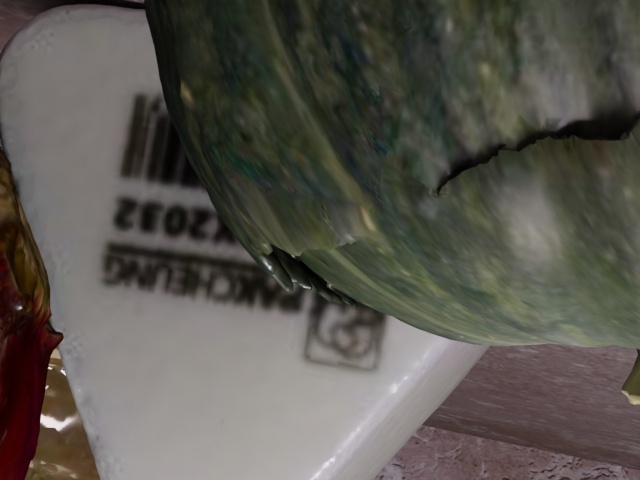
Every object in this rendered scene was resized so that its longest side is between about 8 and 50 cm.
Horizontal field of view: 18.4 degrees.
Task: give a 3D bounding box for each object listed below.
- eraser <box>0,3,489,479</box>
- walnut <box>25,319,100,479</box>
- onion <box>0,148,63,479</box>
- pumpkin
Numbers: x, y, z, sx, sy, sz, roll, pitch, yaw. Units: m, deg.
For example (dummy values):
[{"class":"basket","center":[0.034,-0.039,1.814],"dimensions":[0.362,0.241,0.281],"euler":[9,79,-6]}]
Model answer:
[{"class":"eraser","center":[0.000,0.000,1.109],"dimensions":[0.331,0.331,0.150],"euler":[11,168,7]},{"class":"walnut","center":[-0.255,0.088,1.593],"dimensions":[0.332,0.333,0.333],"euler":[12,169,2]},{"class":"onion","center":[-0.357,0.005,0.967],"dimensions":[0.420,0.398,0.398],"euler":[-20,164,7]},{"class":"pumpkin","center":[0.120,-0.080,0.443],"dimensions":[0.327,0.257,0.291],"euler":[9,177,42]}]
